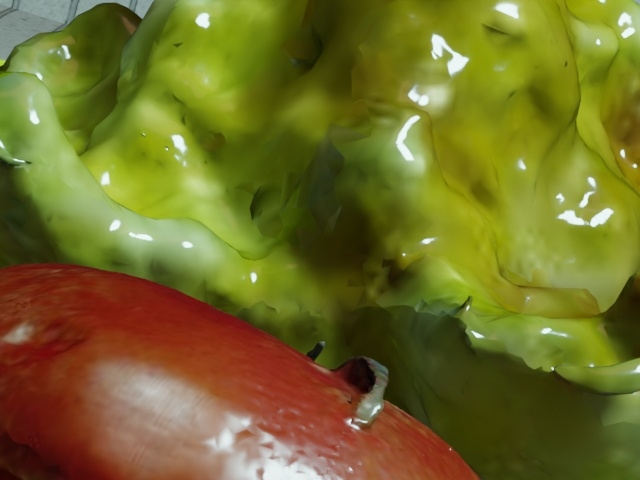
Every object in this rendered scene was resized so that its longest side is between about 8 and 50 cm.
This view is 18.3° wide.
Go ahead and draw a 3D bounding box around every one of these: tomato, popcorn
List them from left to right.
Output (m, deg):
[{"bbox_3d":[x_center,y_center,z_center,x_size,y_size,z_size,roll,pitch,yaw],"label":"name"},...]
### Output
[{"bbox_3d":[-0.031,0.080,0.541,0.228,0.101,0.228,23,-31,15],"label":"tomato"},{"bbox_3d":[-0.007,-0.007,0.703,0.325,0.290,0.321,-7,64,-42],"label":"popcorn"}]

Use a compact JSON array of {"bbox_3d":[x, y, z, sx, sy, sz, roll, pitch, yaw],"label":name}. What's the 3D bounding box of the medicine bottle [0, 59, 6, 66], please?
[{"bbox_3d":[-0.150,-0.002,0.940,0.141,0.137,0.250,10,11,-28],"label":"medicine bottle"}]
